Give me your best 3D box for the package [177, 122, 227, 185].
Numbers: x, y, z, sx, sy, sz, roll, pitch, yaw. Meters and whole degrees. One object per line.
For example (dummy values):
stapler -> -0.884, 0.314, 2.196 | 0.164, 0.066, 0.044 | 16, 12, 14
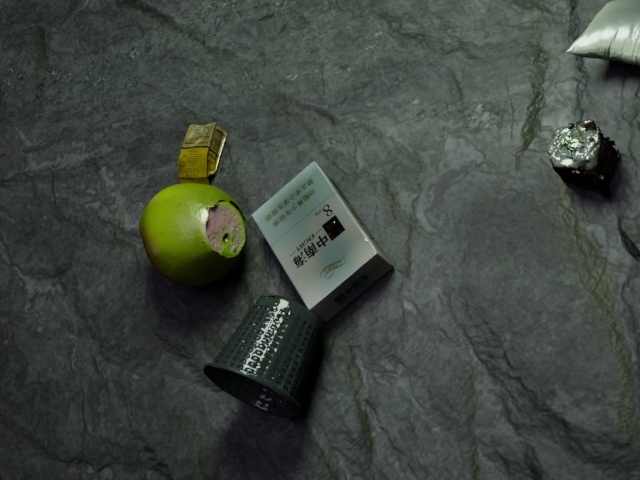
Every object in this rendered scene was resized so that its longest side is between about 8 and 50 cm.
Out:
package -> -0.230, -0.158, 2.161 | 0.071, 0.047, 0.131 | 5, 69, 30

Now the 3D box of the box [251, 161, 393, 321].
box -> 0.000, 0.000, 1.930 | 0.155, 0.067, 0.243 | -40, 53, 12

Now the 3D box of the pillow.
pillow -> 0.515, -0.306, 1.735 | 0.254, 0.078, 0.144 | 22, 58, 37

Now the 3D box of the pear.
pear -> -0.235, -0.009, 2.020 | 0.220, 0.187, 0.187 | -12, 61, 42

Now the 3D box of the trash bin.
trash bin -> -0.080, 0.181, 1.845 | 0.175, 0.175, 0.161 | 9, 61, 35

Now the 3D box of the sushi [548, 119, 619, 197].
sushi -> 0.399, -0.124, 1.728 | 0.094, 0.084, 0.098 | 2, 66, 35
